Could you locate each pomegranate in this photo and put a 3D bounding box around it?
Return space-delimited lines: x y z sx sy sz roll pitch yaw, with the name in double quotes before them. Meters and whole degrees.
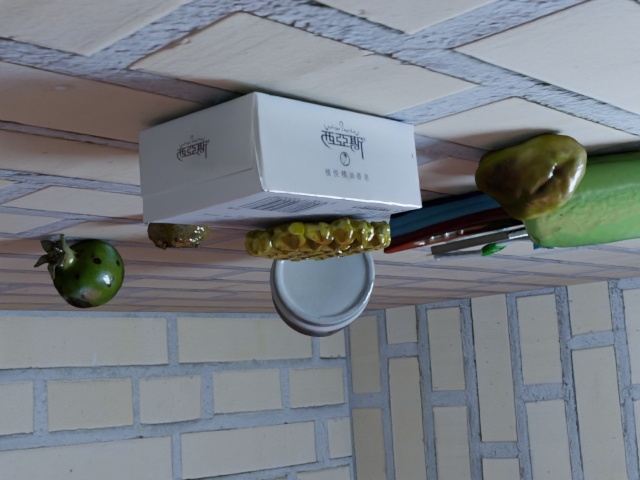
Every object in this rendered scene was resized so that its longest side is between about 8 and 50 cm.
"pomegranate" -0.471 0.063 1.882 0.148 0.149 0.169 -11 162 42

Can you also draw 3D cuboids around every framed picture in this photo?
"framed picture" 0.363 -0.018 1.634 0.289 0.016 0.213 -10 178 -28

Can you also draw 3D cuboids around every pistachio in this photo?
"pistachio" 0.281 -0.082 1.318 0.100 0.110 0.189 -27 -172 -35

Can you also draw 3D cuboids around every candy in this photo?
"candy" 0.464 -0.075 1.417 0.343 0.132 0.142 -7 129 9

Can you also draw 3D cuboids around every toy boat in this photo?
"toy boat" 0.280 -0.043 1.667 0.392 0.080 0.136 -10 172 30

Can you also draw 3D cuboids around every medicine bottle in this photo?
"medicine bottle" 0.001 0.087 1.970 0.210 0.211 0.371 -3 172 -3

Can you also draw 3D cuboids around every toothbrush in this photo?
"toothbrush" 0.406 0.016 2.287 0.042 0.040 0.418 0 176 -32

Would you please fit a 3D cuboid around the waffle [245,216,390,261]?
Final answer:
"waffle" -0.002 0.001 1.188 0.191 0.038 0.191 -5 174 0

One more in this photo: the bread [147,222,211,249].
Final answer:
"bread" -0.254 -0.015 1.691 0.113 0.060 0.082 -6 174 24

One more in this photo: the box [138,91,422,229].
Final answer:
"box" -0.044 -0.082 1.130 0.203 0.116 0.274 -12 170 43

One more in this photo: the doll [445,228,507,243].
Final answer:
"doll" 0.281 -0.026 1.790 0.213 0.072 0.103 -11 172 8
